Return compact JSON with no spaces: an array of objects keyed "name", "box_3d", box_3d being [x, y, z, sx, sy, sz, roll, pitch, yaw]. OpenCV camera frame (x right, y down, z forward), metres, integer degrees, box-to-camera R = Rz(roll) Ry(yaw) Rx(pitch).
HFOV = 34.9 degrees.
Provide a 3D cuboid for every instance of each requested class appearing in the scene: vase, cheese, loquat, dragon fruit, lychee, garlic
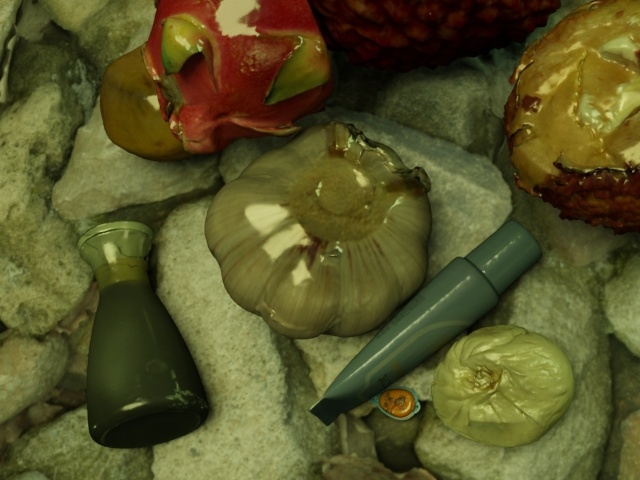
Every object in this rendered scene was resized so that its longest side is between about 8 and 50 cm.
[{"name":"vase","box_3d":[-0.281,0.135,1.529,0.173,0.173,0.321,-22,62,12]},{"name":"cheese","box_3d":[0.091,0.225,1.444,0.111,0.017,0.047,8,70,28]},{"name":"loquat","box_3d":[-0.248,-0.217,1.601,0.234,0.176,0.187,25,39,30]},{"name":"dragon fruit","box_3d":[-0.137,-0.260,1.395,0.225,0.305,0.305,-28,67,-9]},{"name":"lychee","box_3d":[0.117,-0.435,1.396,0.499,0.424,0.425,12,78,-9]},{"name":"garlic","box_3d":[0.002,-0.005,1.419,0.321,0.241,0.322,-8,56,12]}]

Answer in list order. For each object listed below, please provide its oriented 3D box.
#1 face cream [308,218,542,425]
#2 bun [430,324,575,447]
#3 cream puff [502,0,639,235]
[{"name":"face cream","box_3d":[0.142,0.119,1.401,0.385,0.135,0.086,-41,69,-4]},{"name":"bun","box_3d":[0.240,0.191,1.351,0.188,0.111,0.164,8,81,17]},{"name":"cream puff","box_3d":[0.413,-0.159,1.326,0.350,0.228,0.351,-14,59,25]}]
